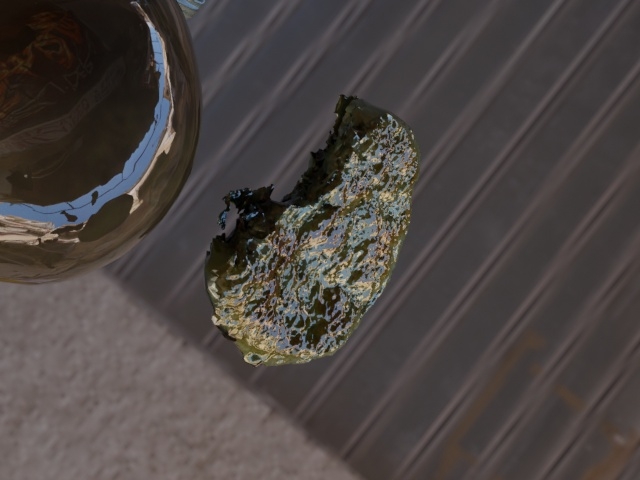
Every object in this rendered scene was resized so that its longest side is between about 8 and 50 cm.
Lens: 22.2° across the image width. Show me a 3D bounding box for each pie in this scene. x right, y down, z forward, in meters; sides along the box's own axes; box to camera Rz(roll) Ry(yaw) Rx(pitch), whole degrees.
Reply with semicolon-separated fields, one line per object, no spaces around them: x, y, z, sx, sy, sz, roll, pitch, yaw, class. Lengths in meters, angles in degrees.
0.000;0.000;1.984;0.371;0.078;0.296;-42;135;-33;pie

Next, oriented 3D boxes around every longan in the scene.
-0.270;-0.135;1.481;0.361;0.361;0.361;-51;176;-5;longan

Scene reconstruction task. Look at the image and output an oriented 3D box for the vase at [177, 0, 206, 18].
-0.228;-0.342;1.852;0.128;0.248;0.128;-36;-144;31;vase
